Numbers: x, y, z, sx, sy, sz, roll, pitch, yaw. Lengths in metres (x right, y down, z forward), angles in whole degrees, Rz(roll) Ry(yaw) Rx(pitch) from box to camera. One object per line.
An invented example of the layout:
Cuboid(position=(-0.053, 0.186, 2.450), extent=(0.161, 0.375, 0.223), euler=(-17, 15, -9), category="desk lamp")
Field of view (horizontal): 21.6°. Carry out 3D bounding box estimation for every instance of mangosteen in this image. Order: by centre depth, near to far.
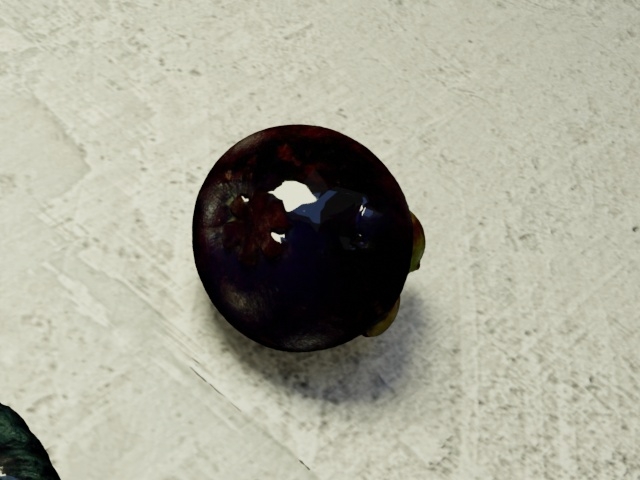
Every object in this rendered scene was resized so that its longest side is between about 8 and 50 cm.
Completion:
Cuboid(position=(0.000, 0.000, 1.411), extent=(0.194, 0.194, 0.230), euler=(48, 21, 28), category="mangosteen")

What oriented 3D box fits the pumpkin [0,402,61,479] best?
Cuboid(position=(-0.262, 0.164, 1.035), extent=(0.248, 0.248, 0.248), euler=(13, 40, -11), category="pumpkin")
